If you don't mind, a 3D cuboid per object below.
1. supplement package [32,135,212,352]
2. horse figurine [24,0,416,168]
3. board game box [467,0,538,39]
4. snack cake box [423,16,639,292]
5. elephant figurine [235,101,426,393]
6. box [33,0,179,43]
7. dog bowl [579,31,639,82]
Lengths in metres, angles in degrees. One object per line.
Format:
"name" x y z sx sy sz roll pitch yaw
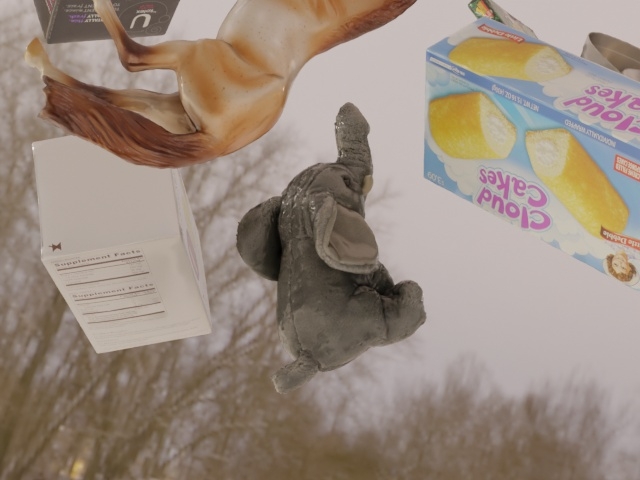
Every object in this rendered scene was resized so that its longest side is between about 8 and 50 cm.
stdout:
"supplement package" -0.199 0.003 1.220 0.134 0.139 0.244 -10 -26 -3
"horse figurine" -0.059 -0.127 0.711 0.174 0.263 0.066 33 -30 0
"board game box" 0.289 -0.203 1.497 0.136 0.259 0.030 17 -54 -47
"snack cake box" 0.219 -0.081 1.072 0.264 0.089 0.152 31 -40 35
"elephant figurine" 0.000 0.000 1.216 0.169 0.239 0.186 -19 9 6
"box" -0.243 -0.372 1.401 0.165 0.143 0.270 -9 -23 -28
"dog bowl" 0.398 -0.080 1.232 0.349 0.102 0.348 27 24 -13
